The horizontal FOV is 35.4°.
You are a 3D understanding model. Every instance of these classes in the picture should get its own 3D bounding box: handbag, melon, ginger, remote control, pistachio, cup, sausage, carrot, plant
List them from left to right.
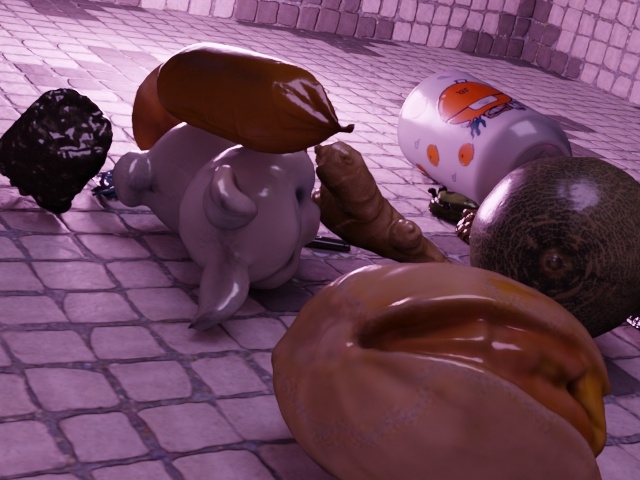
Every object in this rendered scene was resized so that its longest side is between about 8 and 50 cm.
[{"bbox_3d":[-0.360,-0.117,1.351,0.132,0.194,0.129,43,59,-12],"label":"plant"},{"bbox_3d":[-0.159,-0.163,1.589,0.196,0.195,0.254,-5,31,-42],"label":"carrot"},{"bbox_3d":[-0.081,-0.164,1.170,0.112,0.112,0.328,-2,18,-38],"label":"sausage"},{"bbox_3d":[0.000,0.000,1.473,0.091,0.016,0.034,8,15,-16],"label":"remote control"},{"bbox_3d":[0.081,-0.020,1.335,0.148,0.081,0.334,-16,-44,44],"label":"ginger"},{"bbox_3d":[0.108,0.137,0.892,0.309,0.229,0.230,16,19,-6],"label":"pistachio"},{"bbox_3d":[0.240,-0.056,1.743,0.111,0.047,0.072,26,23,37],"label":"handbag"},{"bbox_3d":[0.313,-0.171,1.872,0.212,0.212,0.317,2,24,-29],"label":"cup"},{"bbox_3d":[0.324,0.008,1.325,0.249,0.248,0.329,20,12,19],"label":"melon"}]

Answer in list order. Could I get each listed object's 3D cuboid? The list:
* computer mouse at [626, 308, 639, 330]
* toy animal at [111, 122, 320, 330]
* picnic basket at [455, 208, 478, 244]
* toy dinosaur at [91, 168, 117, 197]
[{"bbox_3d":[0.484,0.108,1.429,0.106,0.062,0.192,8,26,-19],"label":"computer mouse"},{"bbox_3d":[-0.126,-0.037,1.240,0.241,0.196,0.367,0,21,-16],"label":"toy animal"},{"bbox_3d":[0.326,-0.016,1.680,0.194,0.054,0.110,-1,24,-31],"label":"picnic basket"},{"bbox_3d":[-0.297,-0.084,1.472,0.080,0.045,0.197,-1,13,-2],"label":"toy dinosaur"}]
